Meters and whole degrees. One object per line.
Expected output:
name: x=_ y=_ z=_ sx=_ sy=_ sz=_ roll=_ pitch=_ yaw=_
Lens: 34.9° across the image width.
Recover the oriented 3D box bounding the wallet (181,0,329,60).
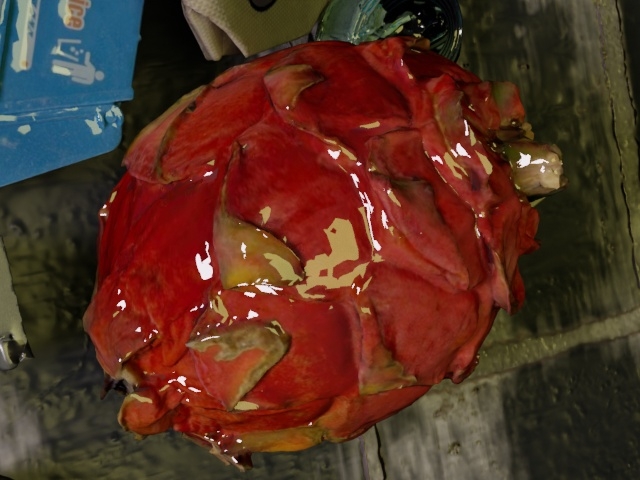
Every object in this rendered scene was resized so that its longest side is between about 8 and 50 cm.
wallet: x=-0.064 y=-0.284 z=0.696 sx=0.275 sy=0.068 sz=0.335 roll=-57 pitch=136 yaw=-55

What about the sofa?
sofa: x=-0.238 y=0.047 z=0.663 sx=0.060 sy=0.147 sz=0.085 roll=-16 pitch=94 yaw=-27

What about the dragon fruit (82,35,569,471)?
dragon fruit: x=0.000 y=0.000 z=0.706 sx=0.343 sy=0.277 sz=0.277 roll=-22 pitch=98 yaw=2

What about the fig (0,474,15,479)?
fig: x=-0.247 y=0.246 z=0.686 sx=0.117 sy=0.117 sz=0.177 roll=-2 pitch=111 yaw=-24

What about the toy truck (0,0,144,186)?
toy truck: x=-0.213 y=-0.210 z=0.689 sx=0.175 sy=0.146 sz=0.367 roll=9 pitch=87 yaw=-31

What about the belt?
belt: x=0.058 y=-0.165 z=0.836 sx=0.140 sy=0.058 sz=0.105 roll=-36 pitch=123 yaw=-28
